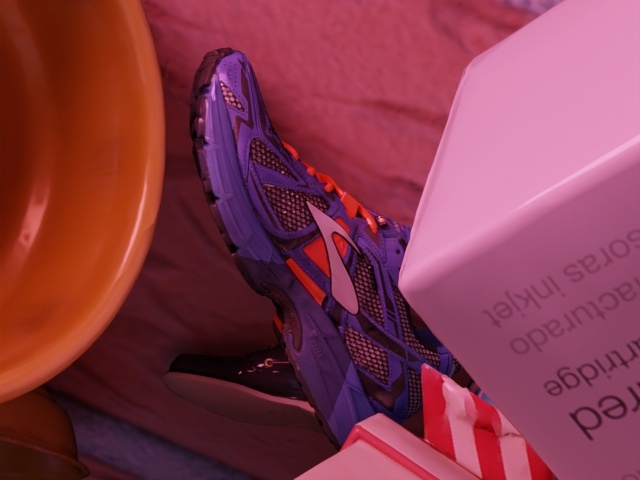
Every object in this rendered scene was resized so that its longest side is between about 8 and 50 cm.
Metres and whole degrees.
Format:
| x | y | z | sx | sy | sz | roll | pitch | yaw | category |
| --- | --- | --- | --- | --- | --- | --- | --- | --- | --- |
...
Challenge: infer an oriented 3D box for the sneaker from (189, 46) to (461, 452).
| x | y | z | sx | sy | sz | roll | pitch | yaw | category |
| --- | --- | --- | --- | --- | --- | --- | --- | --- | --- |
| 0.000 | 0.000 | 0.690 | 0.087 | 0.083 | 0.221 | -27 | 109 | -4 | sneaker |

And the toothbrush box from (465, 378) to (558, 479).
| x | y | z | sx | sy | sz | roll | pitch | yaw | category |
| --- | --- | --- | --- | --- | --- | --- | --- | --- | --- |
| 0.209 | 0.056 | 0.630 | 0.216 | 0.126 | 0.295 | 25 | 126 | -1 | toothbrush box |

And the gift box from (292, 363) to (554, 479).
| x | y | z | sx | sy | sz | roll | pitch | yaw | category |
| --- | --- | --- | --- | --- | --- | --- | --- | --- | --- |
| 0.027 | 0.209 | 0.522 | 0.276 | 0.258 | 0.255 | 38 | 99 | 13 | gift box |

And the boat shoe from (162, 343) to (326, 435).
| x | y | z | sx | sy | sz | roll | pitch | yaw | category |
| --- | --- | --- | --- | --- | --- | --- | --- | --- | --- |
| -0.022 | 0.081 | 0.769 | 0.133 | 0.042 | 0.049 | 7 | 153 | 13 | boat shoe |

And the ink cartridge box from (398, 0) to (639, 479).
| x | y | z | sx | sy | sz | roll | pitch | yaw | category |
| --- | --- | --- | --- | --- | --- | --- | --- | --- | --- |
| 0.255 | 0.051 | 0.435 | 0.279 | 0.160 | 0.385 | -32 | 108 | 28 | ink cartridge box |

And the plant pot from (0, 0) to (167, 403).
| x | y | z | sx | sy | sz | roll | pitch | yaw | category |
| --- | --- | --- | --- | --- | --- | --- | --- | --- | --- |
| -0.241 | -0.050 | 0.629 | 0.239 | 0.254 | 0.254 | -2 | 125 | 37 | plant pot |

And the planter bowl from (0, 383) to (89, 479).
| x | y | z | sx | sy | sz | roll | pitch | yaw | category |
| --- | --- | --- | --- | --- | --- | --- | --- | --- | --- |
| -0.230 | 0.071 | 0.768 | 0.217 | 0.090 | 0.217 | 7 | 161 | 2 | planter bowl |
